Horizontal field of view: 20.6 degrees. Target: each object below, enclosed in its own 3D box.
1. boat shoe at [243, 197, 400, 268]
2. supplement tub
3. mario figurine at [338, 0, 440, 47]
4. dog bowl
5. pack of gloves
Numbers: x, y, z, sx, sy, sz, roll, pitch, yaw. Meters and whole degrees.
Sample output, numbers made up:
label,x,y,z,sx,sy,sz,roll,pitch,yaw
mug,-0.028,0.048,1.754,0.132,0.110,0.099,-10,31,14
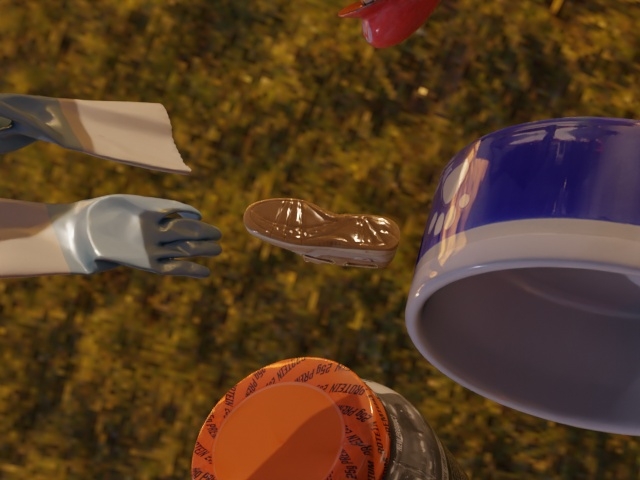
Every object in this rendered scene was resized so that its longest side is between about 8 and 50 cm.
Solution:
label,x,y,z,sx,sy,sz,roll,pitch,yaw
boat shoe,0.000,0.000,1.892,0.059,0.170,0.063,92,-168,-53
supplement tub,0.039,0.254,1.495,0.207,0.338,0.207,-16,48,18
mario figurine,0.051,-0.388,2.092,0.170,0.198,0.320,2,103,33
dog bowl,0.194,0.031,1.146,0.265,0.265,0.104,-15,52,46
pack of gloves,-0.182,-0.054,1.277,0.046,0.232,0.195,-61,43,35
